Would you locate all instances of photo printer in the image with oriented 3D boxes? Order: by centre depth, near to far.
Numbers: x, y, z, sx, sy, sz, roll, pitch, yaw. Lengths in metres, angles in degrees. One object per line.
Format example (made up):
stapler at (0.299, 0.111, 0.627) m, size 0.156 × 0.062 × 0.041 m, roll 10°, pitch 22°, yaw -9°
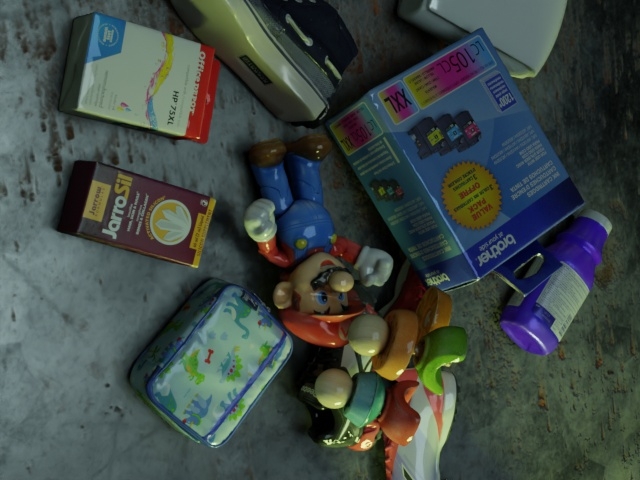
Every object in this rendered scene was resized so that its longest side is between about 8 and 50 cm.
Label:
photo printer at (0.294, -0.432, 1.744) m, size 0.307 × 0.107 × 0.256 m, roll 21°, pitch 82°, yaw -33°

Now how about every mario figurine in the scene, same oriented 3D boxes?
mario figurine at (0.000, 0.000, 1.526) m, size 0.198 × 0.170 × 0.321 m, roll -14°, pitch 88°, yaw 2°

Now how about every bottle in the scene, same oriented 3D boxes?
bottle at (0.439, 0.070, 1.887) m, size 0.118 × 0.092 × 0.283 m, roll 45°, pitch 70°, yaw -28°

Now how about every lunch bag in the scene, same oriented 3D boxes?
lunch bag at (-0.153, 0.179, 1.509) m, size 0.219 × 0.090 × 0.176 m, roll -50°, pitch 120°, yaw -19°

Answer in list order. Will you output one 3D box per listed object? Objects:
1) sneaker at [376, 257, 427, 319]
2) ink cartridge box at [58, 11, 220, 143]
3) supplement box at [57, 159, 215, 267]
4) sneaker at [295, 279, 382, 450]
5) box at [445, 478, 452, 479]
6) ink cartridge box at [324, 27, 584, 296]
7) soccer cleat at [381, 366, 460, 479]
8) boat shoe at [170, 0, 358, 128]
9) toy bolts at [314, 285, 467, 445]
sneaker at (0.176, 0.102, 1.693) m, size 0.087 × 0.128 × 0.221 m, roll 38°, pitch 74°, yaw -30°
ink cartridge box at (-0.233, -0.219, 1.430) m, size 0.231 × 0.078 × 0.134 m, roll 10°, pitch 88°, yaw -34°
supplement box at (-0.254, -0.036, 1.428) m, size 0.188 × 0.080 × 0.104 m, roll 17°, pitch 84°, yaw -33°
sneaker at (0.028, 0.202, 1.622) m, size 0.135 × 0.097 × 0.276 m, roll -2°, pitch 96°, yaw -35°
box at (0.215, 0.616, 1.804) m, size 0.232 × 0.058 × 0.322 m, roll 48°, pitch 70°, yaw -27°
ink cartridge box at (0.233, -0.098, 1.643) m, size 0.270 × 0.151 × 0.396 m, roll -33°, pitch 95°, yaw -28°
soccer cleat at (0.147, 0.369, 1.725) m, size 0.116 × 0.108 × 0.318 m, roll 10°, pitch 91°, yaw -11°
boat shoe at (-0.081, -0.331, 1.509) m, size 0.340 × 0.127 × 0.158 m, roll 48°, pitch 62°, yaw -35°
toy bolts at (0.091, 0.168, 1.526) m, size 0.158 × 0.218 × 0.229 m, roll 19°, pitch 119°, yaw -10°
